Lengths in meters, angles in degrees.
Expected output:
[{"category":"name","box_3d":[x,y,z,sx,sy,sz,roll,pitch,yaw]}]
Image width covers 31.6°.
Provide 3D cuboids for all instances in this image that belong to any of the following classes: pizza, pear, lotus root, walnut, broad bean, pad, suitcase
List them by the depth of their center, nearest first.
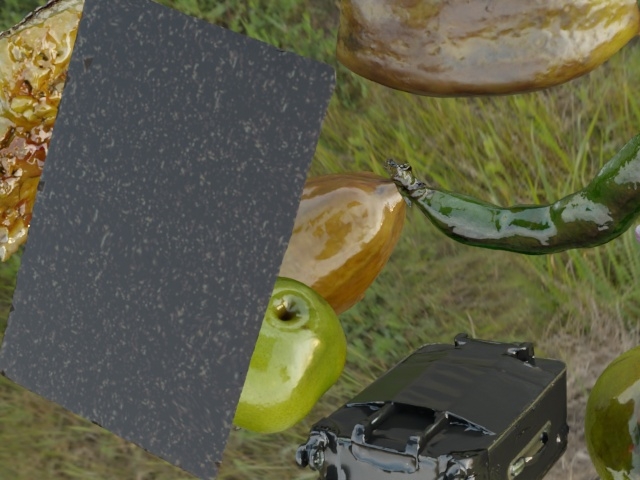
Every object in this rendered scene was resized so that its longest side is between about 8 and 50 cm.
[{"category":"pad","box_3d":[-0.126,-0.005,0.851,0.220,0.004,0.330,23,106,20]},{"category":"broad bean","box_3d":[0.209,-0.039,1.080,0.292,0.144,0.049,-4,47,32]},{"category":"lotus root","box_3d":[0.163,-0.234,1.095,0.291,0.193,0.193,5,78,15]},{"category":"pizza","box_3d":[-0.287,-0.107,1.136,0.085,0.161,0.305,34,100,24]},{"category":"pear","box_3d":[-0.060,0.143,1.288,0.166,0.216,0.180,19,46,8]},{"category":"walnut","box_3d":[0.000,0.000,1.616,0.336,0.209,0.209,-35,70,28]},{"category":"suitcase","box_3d":[0.185,0.290,1.627,0.283,0.434,0.194,6,111,31]},{"category":"pear","box_3d":[0.547,0.282,1.742,0.269,0.269,0.321,27,54,17]}]

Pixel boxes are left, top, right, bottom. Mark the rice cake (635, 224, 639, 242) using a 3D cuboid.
[{"category":"rice cake","box_3d":[0.330,0.015,1.023,0.047,0.206,0.036,18,88,31]}]
